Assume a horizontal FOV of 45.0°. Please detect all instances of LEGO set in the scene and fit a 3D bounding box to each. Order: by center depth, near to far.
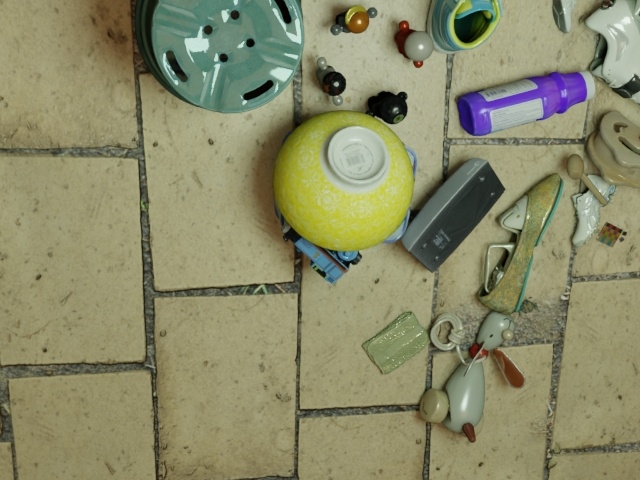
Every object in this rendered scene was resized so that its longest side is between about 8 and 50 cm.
[{"bbox_3d":[0.492,0.154,1.875,0.083,0.023,0.054,41,95,-6],"label":"LEGO set"}]

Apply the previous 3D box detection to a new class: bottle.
[{"bbox_3d":[0.444,-0.300,1.663,0.282,0.118,0.092,-15,110,-5],"label":"bottle"}]

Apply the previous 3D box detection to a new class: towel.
[{"bbox_3d":[0.186,0.246,1.846,0.148,0.027,0.110,-37,111,4],"label":"towel"}]

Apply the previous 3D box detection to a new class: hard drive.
[{"bbox_3d":[0.291,-0.058,1.707,0.255,0.054,0.172,-49,145,3],"label":"hard drive"}]

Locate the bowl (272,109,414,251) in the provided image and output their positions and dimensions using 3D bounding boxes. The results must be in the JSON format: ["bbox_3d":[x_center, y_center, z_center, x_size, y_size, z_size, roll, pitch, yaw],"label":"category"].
[{"bbox_3d":[0.056,-0.137,1.487,0.289,0.156,0.290,2,74,-8],"label":"bowl"}]

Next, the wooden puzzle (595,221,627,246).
[{"bbox_3d":[0.695,-0.014,1.859,0.083,0.006,0.049,24,103,-16],"label":"wooden puzzle"}]

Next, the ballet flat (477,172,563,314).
[{"bbox_3d":[0.448,0.003,1.772,0.123,0.123,0.349,12,106,-14],"label":"ballet flat"}]

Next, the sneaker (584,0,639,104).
[{"bbox_3d":[0.672,-0.370,1.693,0.146,0.122,0.331,-23,113,18],"label":"sneaker"}]

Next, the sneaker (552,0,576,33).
[{"bbox_3d":[0.526,-0.518,1.639,0.061,0.054,0.152,-14,109,-8],"label":"sneaker"}]

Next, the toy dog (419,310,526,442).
[{"bbox_3d":[0.371,0.341,1.833,0.220,0.161,0.334,0,110,-18],"label":"toy dog"}]

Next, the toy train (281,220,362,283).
[{"bbox_3d":[0.000,0.000,1.592,0.184,0.080,0.105,42,111,-16],"label":"toy train"}]

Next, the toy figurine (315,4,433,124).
[{"bbox_3d":[0.103,-0.358,1.567,0.209,0.148,0.213,21,104,-16],"label":"toy figurine"}]

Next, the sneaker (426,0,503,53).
[{"bbox_3d":[0.298,-0.523,1.515,0.127,0.208,0.319,0,108,-8],"label":"sneaker"}]

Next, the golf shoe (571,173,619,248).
[{"bbox_3d":[0.617,-0.072,1.807,0.086,0.069,0.176,25,97,1],"label":"golf shoe"}]

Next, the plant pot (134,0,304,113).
[{"bbox_3d":[-0.174,-0.382,1.414,0.340,0.334,0.341,-3,109,-10],"label":"plant pot"}]

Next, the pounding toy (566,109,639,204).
[{"bbox_3d":[0.674,-0.181,1.735,0.269,0.154,0.155,8,146,-6],"label":"pounding toy"}]

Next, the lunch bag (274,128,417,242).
[{"bbox_3d":[0.059,-0.123,1.659,0.303,0.115,0.243,4,105,-10],"label":"lunch bag"}]
